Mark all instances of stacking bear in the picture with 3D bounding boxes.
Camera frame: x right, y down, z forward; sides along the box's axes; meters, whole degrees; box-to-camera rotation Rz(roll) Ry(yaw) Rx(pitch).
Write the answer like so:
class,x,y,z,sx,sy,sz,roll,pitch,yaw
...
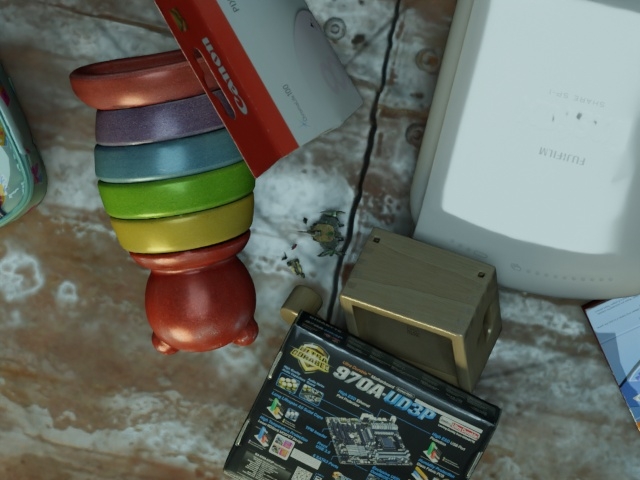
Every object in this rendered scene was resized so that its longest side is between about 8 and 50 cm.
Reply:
class,x,y,z,sx,sy,sz,roll,pitch,yaw
stacking bear,-0.132,-0.033,1.724,0.175,0.164,0.289,-10,102,2

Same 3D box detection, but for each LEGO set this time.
class,x,y,z,sx,sy,sz,roll,pitch,yaw
LEGO set,-0.002,-0.001,1.792,0.083,0.023,0.054,-29,94,17

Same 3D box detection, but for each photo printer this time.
class,x,y,z,sx,sy,sz,roll,pitch,yaw
photo printer,0.229,-0.100,1.730,0.256,0.107,0.307,14,97,-1

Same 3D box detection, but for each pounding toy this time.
class,x,y,z,sx,sy,sz,roll,pitch,yaw
pounding toy,0.069,0.066,1.754,0.206,0.181,0.094,19,64,19

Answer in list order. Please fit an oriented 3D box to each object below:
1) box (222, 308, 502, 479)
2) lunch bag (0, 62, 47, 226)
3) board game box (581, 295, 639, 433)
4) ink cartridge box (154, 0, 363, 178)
class,x,y,z,sx,sy,sz,roll,pitch,yaw
box,0.039,0.193,1.726,0.220,0.051,0.175,26,109,2
lunch bag,-0.408,-0.110,1.733,0.224,0.108,0.279,-22,97,3
board game box,0.420,0.073,1.792,0.281,0.027,0.145,-25,95,4
ink cartridge box,-0.051,-0.173,1.660,0.066,0.232,0.189,-28,97,17
